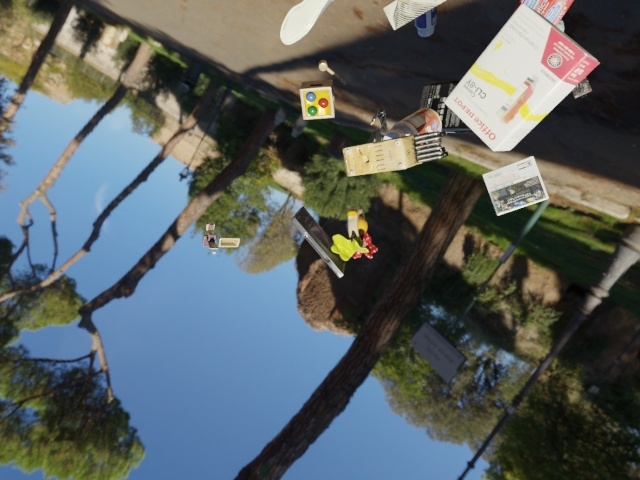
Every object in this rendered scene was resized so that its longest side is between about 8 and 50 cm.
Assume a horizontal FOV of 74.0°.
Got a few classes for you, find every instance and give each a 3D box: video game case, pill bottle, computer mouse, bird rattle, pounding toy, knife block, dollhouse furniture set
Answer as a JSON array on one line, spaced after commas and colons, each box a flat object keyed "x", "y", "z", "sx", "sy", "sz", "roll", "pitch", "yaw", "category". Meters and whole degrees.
[{"x": 0.000, "y": 0.000, "z": 1.599, "sx": 0.274, "sy": 0.026, "sz": 0.196, "roll": 49, "pitch": -164, "yaw": -8, "category": "video game case"}, {"x": 0.327, "y": -0.384, "z": 1.526, "sx": 0.121, "sy": 0.216, "sz": 0.121, "roll": 35, "pitch": 145, "yaw": 30, "category": "pill bottle"}, {"x": 0.750, "y": -0.209, "z": 1.640, "sx": 0.022, "sy": 0.190, "sz": 0.173, "roll": -17, "pitch": -93, "yaw": -69, "category": "video game case"}, {"x": 0.250, "y": -0.460, "z": 1.914, "sx": 0.060, "sy": 0.262, "sz": 0.184, "roll": 22, "pitch": 164, "yaw": 22, "category": "computer mouse"}, {"x": 0.528, "y": -1.130, "z": 2.138, "sx": 0.112, "sy": 0.112, "sz": 0.186, "roll": 38, "pitch": 169, "yaw": 27, "category": "pill bottle"}, {"x": 0.152, "y": -0.024, "z": 1.624, "sx": 0.143, "sy": 0.206, "sz": 0.253, "roll": 0, "pitch": -174, "yaw": 28, "category": "bird rattle"}, {"x": 0.012, "y": -0.594, "z": 1.679, "sx": 0.181, "sy": 0.206, "sz": 0.094, "roll": -2, "pitch": -140, "yaw": 7, "category": "pounding toy"}, {"x": 0.240, "y": -0.271, "z": 1.303, "sx": 0.276, "sy": 0.088, "sz": 0.242, "roll": -2, "pitch": -165, "yaw": 35, "category": "knife block"}, {"x": -0.300, "y": 0.000, "z": 1.332, "sx": 0.114, "sy": 0.091, "sz": 0.081, "roll": 1, "pitch": -149, "yaw": -30, "category": "dollhouse furniture set"}]

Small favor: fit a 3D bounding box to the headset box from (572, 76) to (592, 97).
[{"x": 1.095, "y": -0.644, "z": 1.788, "sx": 0.032, "sy": 0.062, "sz": 0.083, "roll": -24, "pitch": -87, "yaw": -41, "category": "headset box"}]

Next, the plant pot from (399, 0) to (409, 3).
[{"x": 0.291, "y": -0.905, "z": 1.493, "sx": 0.096, "sy": 0.109, "sz": 0.109, "roll": 3, "pitch": -131, "yaw": -54, "category": "plant pot"}]

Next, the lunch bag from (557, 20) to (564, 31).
[{"x": 1.020, "y": -0.944, "z": 2.026, "sx": 0.224, "sy": 0.262, "sz": 0.160, "roll": 12, "pitch": 175, "yaw": 5, "category": "lunch bag"}]

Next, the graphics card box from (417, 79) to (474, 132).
[{"x": 0.627, "y": -0.619, "z": 1.982, "sx": 0.094, "sy": 0.232, "sz": 0.371, "roll": 5, "pitch": -173, "yaw": -41, "category": "graphics card box"}]

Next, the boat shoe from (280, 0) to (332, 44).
[{"x": -0.033, "y": -0.909, "z": 1.691, "sx": 0.116, "sy": 0.319, "sz": 0.099, "roll": 49, "pitch": -154, "yaw": 7, "category": "boat shoe"}]

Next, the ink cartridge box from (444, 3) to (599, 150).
[{"x": 0.663, "y": -0.534, "z": 1.448, "sx": 0.160, "sy": 0.384, "sz": 0.279, "roll": -14, "pitch": -120, "yaw": -44, "category": "ink cartridge box"}]

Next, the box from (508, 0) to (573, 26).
[{"x": 0.829, "y": -0.870, "z": 1.597, "sx": 0.123, "sy": 0.256, "sz": 0.128, "roll": -10, "pitch": -127, "yaw": -32, "category": "box"}]

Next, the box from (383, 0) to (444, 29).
[{"x": 0.411, "y": -1.016, "z": 1.799, "sx": 0.275, "sy": 0.094, "sz": 0.113, "roll": -7, "pitch": 126, "yaw": 51, "category": "box"}]
